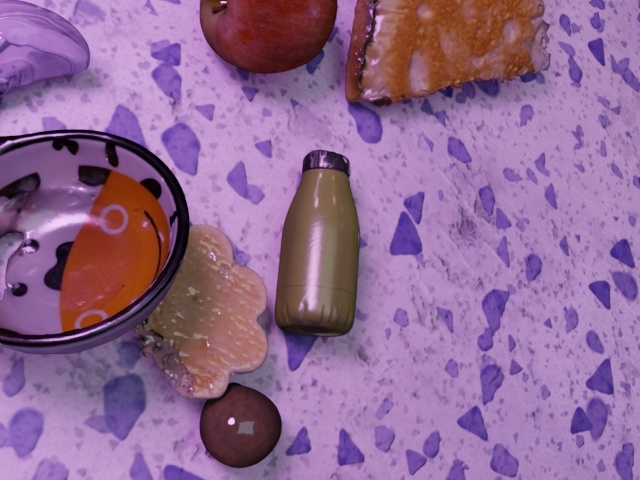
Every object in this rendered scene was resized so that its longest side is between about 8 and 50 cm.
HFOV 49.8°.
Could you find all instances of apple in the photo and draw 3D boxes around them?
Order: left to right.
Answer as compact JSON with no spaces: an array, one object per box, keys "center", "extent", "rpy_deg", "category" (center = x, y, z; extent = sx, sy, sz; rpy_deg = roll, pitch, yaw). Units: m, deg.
[{"center":[-0.073,-0.331,0.973],"extent":[0.174,0.188,0.188],"rpy_deg":[-5,80,-39],"category":"apple"}]

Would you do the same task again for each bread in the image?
[{"center":[-0.167,0.073,0.879],"extent":[0.251,0.039,0.182],"rpy_deg":[48,57,5],"category":"bread"}]

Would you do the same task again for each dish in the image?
[{"center":[-0.286,0.014,0.773],"extent":[0.303,0.120,0.303],"rpy_deg":[2,58,-4],"category":"dish"}]

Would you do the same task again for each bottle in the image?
[{"center":[0.000,0.000,0.973],"extent":[0.112,0.112,0.260],"rpy_deg":[13,71,-26],"category":"bottle"}]

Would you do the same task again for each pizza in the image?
[{"center":[0.211,-0.440,1.134],"extent":[0.435,0.080,0.391],"rpy_deg":[-18,113,-29],"category":"pizza"}]

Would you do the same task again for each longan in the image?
[{"center":[-0.101,0.228,0.871],"extent":[0.106,0.106,0.119],"rpy_deg":[25,24,-22],"category":"longan"}]

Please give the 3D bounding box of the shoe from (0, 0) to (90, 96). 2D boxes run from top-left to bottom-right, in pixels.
[{"center":[-0.401,-0.209,0.815],"extent":[0.245,0.095,0.137],"rpy_deg":[2,80,-26],"category":"shoe"}]
